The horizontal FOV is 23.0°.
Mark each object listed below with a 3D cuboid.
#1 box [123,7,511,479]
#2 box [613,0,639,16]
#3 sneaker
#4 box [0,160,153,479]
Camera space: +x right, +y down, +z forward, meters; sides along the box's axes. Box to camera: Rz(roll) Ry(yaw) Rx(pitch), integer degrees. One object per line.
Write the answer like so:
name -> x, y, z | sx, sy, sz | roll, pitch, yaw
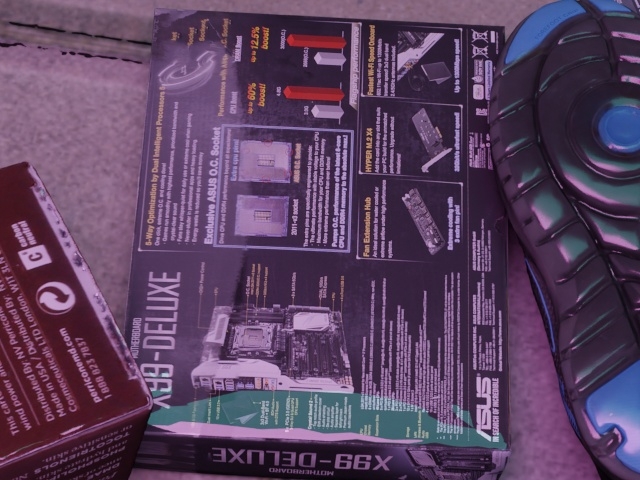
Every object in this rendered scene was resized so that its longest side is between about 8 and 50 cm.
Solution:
box -> 0.000, 0.000, 1.029 | 0.242, 0.076, 0.307 | 2, 66, -1
box -> 0.301, -0.088, 1.092 | 0.183, 0.059, 0.233 | -14, 66, -9
sneaker -> 0.177, 0.006, 1.005 | 0.125, 0.140, 0.341 | -5, 66, 4
box -> -0.214, 0.092, 0.894 | 0.167, 0.203, 0.168 | -21, 68, -24
